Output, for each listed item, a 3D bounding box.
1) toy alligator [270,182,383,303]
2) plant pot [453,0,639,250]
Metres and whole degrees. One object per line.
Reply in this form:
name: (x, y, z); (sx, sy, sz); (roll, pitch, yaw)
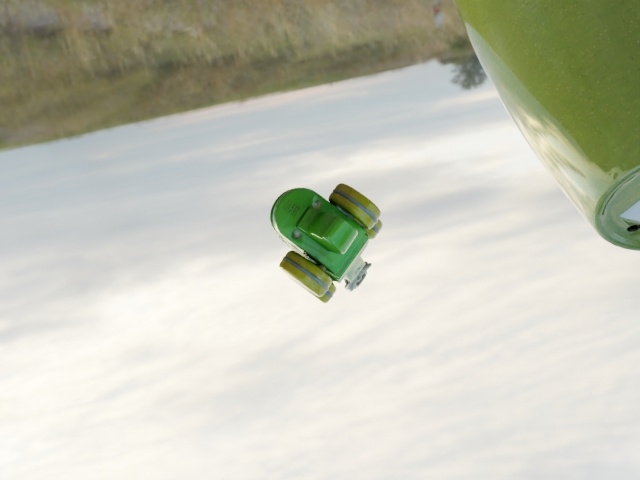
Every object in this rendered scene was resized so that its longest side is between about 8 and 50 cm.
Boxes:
toy alligator: (0.000, 0.000, 0.525); (0.056, 0.051, 0.190); (-54, 171, -4)
plant pot: (0.253, -0.150, 0.721); (0.274, 0.294, 0.275); (-4, 147, -2)
